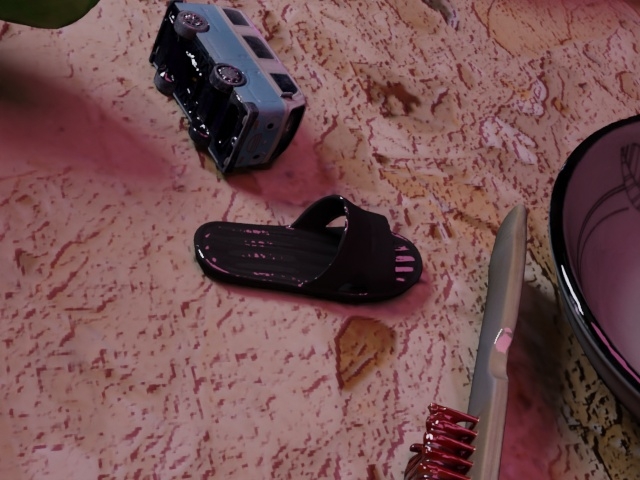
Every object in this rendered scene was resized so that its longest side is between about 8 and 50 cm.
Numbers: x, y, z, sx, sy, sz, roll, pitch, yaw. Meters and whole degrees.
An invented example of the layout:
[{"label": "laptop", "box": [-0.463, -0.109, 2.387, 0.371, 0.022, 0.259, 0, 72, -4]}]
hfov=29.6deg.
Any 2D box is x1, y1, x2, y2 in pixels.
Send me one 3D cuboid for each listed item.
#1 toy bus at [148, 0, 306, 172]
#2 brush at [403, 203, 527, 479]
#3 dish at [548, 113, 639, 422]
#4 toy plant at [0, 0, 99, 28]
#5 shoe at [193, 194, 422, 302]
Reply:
[{"label": "toy bus", "box": [-0.059, -0.107, 0.831, 0.074, 0.060, 0.123, -7, 49, -37]}, {"label": "brush", "box": [0.084, 0.093, 0.708, 0.050, 0.060, 0.321, 16, 42, 3]}, {"label": "dish", "box": [0.276, 0.058, 0.809, 0.316, 0.106, 0.317, 13, 46, -14]}, {"label": "toy plant", "box": [-0.319, -0.257, 0.662, 0.317, 0.356, 0.211, 31, 78, 30]}, {"label": "shoe", "box": [0.000, 0.000, 0.762, 0.159, 0.053, 0.062, 3, 44, -22]}]
